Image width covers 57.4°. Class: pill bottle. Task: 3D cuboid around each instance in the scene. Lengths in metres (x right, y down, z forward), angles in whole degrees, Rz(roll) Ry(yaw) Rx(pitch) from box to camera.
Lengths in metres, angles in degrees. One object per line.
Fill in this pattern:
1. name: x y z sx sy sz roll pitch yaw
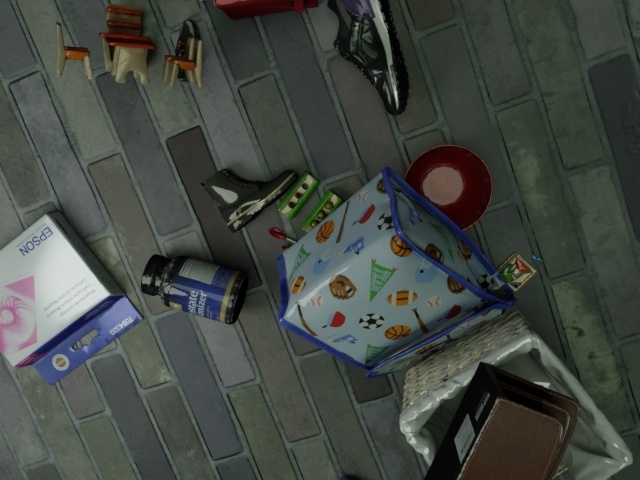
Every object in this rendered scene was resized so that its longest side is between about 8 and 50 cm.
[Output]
1. pill bottle: -0.283 0.104 1.322 0.219 0.123 0.123 15 102 3

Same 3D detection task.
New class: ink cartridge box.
1. ink cartridge box: -0.652 0.152 1.400 0.324 0.071 0.330 -36 94 11

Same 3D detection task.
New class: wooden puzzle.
1. wooden puzzle: 0.433 0.073 1.293 0.078 0.014 0.116 35 102 -2

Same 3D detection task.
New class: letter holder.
1. letter holder: 0.332 0.410 1.033 0.214 0.152 0.302 22 101 0

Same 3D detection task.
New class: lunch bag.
1. lunch bag: 0.157 0.107 1.171 0.328 0.239 0.385 -37 125 28

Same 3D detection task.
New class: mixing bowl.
1. mixing bowl: 0.261 -0.112 1.232 0.181 0.098 0.181 1 101 5

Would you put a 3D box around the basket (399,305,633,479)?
1. basket: 0.380 0.358 1.227 0.328 0.266 0.331 -38 96 12

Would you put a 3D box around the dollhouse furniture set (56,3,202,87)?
1. dollhouse furniture set: -0.382 -0.393 1.157 0.262 0.259 0.135 -2 111 -23

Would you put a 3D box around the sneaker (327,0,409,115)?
1. sneaker: 0.098 -0.389 1.210 0.124 0.107 0.283 -13 96 23

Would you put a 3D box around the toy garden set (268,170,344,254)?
1. toy garden set: 0.000 0.000 1.308 0.244 0.049 0.204 38 102 -2

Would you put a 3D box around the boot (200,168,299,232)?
1. boot: -0.160 -0.126 1.292 0.198 0.077 0.137 -37 90 10

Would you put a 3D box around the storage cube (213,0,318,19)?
1. storage cube: -0.112 -0.546 1.132 0.193 0.183 0.215 -7 104 3

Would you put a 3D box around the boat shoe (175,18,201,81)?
1. boat shoe: -0.288 -0.411 1.264 0.049 0.042 0.133 9 100 7

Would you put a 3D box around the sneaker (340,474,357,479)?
1. sneaker: 0.051 0.689 1.421 0.090 0.081 0.232 24 101 8
